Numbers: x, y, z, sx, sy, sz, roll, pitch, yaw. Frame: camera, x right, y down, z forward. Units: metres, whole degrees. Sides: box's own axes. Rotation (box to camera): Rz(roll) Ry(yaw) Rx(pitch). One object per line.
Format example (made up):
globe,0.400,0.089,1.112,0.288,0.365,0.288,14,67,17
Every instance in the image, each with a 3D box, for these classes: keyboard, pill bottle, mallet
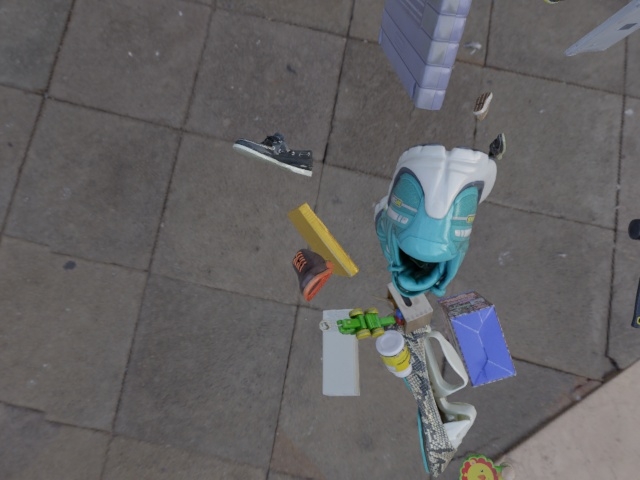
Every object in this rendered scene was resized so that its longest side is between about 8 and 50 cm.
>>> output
keyboard,0.471,-0.336,0.733,0.072,0.256,0.014,-9,95,7
pill bottle,0.172,0.263,1.067,0.065,0.116,0.065,-16,41,14
mallet,0.540,0.054,0.789,0.063,0.039,0.189,11,98,3

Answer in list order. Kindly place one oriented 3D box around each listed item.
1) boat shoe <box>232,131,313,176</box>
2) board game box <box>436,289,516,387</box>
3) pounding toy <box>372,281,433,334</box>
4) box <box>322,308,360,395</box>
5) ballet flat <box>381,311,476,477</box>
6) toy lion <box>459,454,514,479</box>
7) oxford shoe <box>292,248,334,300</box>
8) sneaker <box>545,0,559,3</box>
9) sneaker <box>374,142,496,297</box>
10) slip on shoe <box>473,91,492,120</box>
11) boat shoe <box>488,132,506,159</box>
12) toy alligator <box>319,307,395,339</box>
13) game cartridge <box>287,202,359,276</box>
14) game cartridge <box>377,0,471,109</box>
boat shoe,-0.149,-0.315,1.624,0.340,0.127,0.112,13,94,-40
board game box,0.508,0.313,1.554,0.141,0.291,0.231,-18,92,7
pounding toy,0.205,0.160,1.196,0.100,0.130,0.141,-24,62,-4
box,0.069,0.370,1.546,0.113,0.094,0.274,-4,68,13
ballet flat,0.315,0.413,1.264,0.182,0.164,0.481,-16,93,22
toy lion,0.305,0.446,0.854,0.096,0.034,0.100,-5,81,14
oxford shoe,-0.033,0.077,1.135,0.098,0.271,0.096,39,94,0
sneaker,0.269,-0.267,0.468,0.083,0.035,0.031,-33,114,26
sneaker,0.096,0.005,0.473,0.107,0.275,0.109,13,75,12
slip on shoe,0.563,-0.464,1.609,0.041,0.052,0.135,55,46,-30
boat shoe,0.609,-0.319,1.611,0.049,0.152,0.056,-4,70,13
toy alligator,0.066,0.172,0.934,0.190,0.051,0.056,2,57,-33
game cartridge,0.000,0.000,1.823,0.053,0.285,0.323,-38,98,-12
game cartridge,0.179,-0.413,0.831,0.068,0.230,0.354,5,39,-11
